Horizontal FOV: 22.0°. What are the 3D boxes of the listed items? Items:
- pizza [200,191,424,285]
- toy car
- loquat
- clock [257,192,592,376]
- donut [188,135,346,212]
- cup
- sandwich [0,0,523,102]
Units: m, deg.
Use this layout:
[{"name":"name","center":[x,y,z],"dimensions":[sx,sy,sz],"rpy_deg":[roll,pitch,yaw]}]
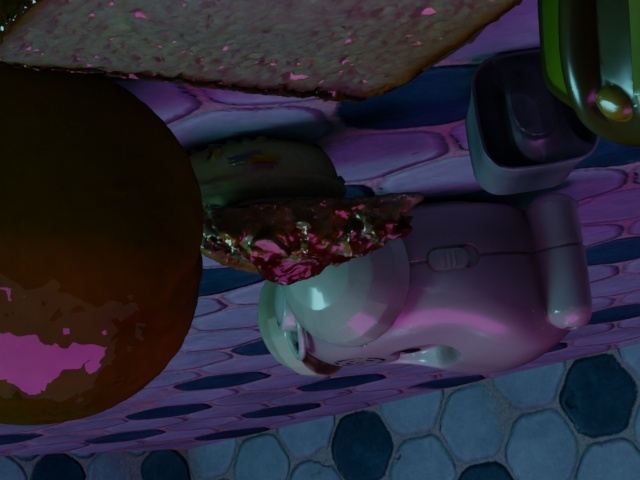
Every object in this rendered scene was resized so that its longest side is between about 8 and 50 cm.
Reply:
[{"name":"pizza","center":[0.000,0.000,1.419],"dimensions":[0.199,0.062,0.188],"rpy_deg":[-14,168,24]},{"name":"toy car","center":[0.227,-0.143,0.978],"dimensions":[0.248,0.204,0.198],"rpy_deg":[-17,-162,-36]},{"name":"loquat","center":[-0.228,0.006,1.172],"dimensions":[0.284,0.276,0.276],"rpy_deg":[8,160,-44]},{"name":"clock","center":[0.103,0.058,1.841],"dimensions":[0.325,0.184,0.342],"rpy_deg":[-1,162,-11]},{"name":"donut","center":[-0.062,-0.047,1.472],"dimensions":[0.174,0.068,0.174],"rpy_deg":[-5,169,-1]},{"name":"cup","center":[0.184,-0.097,1.341],"dimensions":[0.128,0.095,0.129],"rpy_deg":[-10,171,-2]},{"name":"sandwich","center":[-0.023,-0.167,0.872],"dimensions":[0.301,0.099,0.271],"rpy_deg":[1,158,-34]}]
